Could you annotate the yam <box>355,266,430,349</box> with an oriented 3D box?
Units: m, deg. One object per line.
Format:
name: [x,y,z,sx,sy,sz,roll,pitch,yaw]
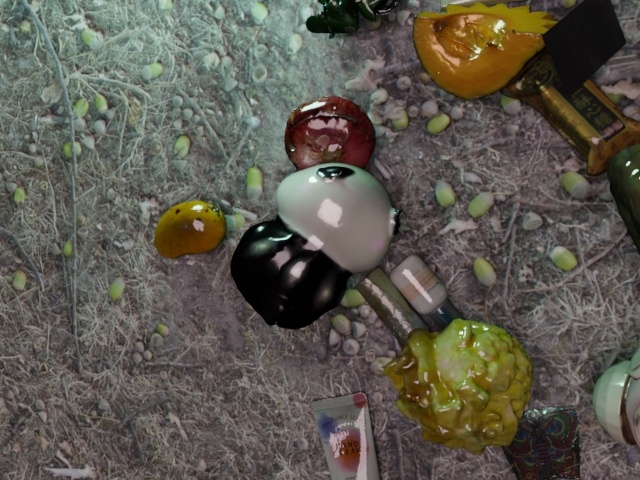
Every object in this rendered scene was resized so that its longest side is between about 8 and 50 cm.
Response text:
yam: [0.142,0.133,1.247,0.068,0.068,0.169,-41,80,16]

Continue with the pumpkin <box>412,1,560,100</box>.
pumpkin: [0.305,-0.347,1.167,0.253,0.130,0.149,14,125,22]

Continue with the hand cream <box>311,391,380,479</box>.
hand cream: [0.071,0.486,1.286,0.124,0.077,0.341,-16,82,19]

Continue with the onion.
onion: [0.022,-0.206,1.246,0.184,0.147,0.184,9,130,11]

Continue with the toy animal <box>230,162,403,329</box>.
toy animal: [0.000,0.000,1.202,0.251,0.251,0.310,45,111,12]

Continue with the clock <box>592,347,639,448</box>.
clock: [0.625,0.273,0.975,0.325,0.184,0.342,33,142,12]

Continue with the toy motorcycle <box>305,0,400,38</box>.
toy motorcycle: [0.017,-0.512,1.241,0.187,0.125,0.275,-37,78,7]

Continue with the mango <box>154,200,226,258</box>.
mango: [-0.286,-0.025,1.375,0.178,0.090,0.115,-11,96,26]

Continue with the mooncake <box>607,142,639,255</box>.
mooncake: [0.567,-0.035,0.984,0.161,0.290,0.290,-22,85,20]

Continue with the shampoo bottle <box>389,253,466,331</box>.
shampoo bottle: [0.215,0.116,1.217,0.074,0.074,0.192,-42,85,15]

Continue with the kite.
kite: [0.397,0.420,1.100,0.152,0.285,0.015,-16,130,16]

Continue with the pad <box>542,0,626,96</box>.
pad: [0.448,-0.339,1.074,0.193,0.004,0.116,-42,111,-23]

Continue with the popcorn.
popcorn: [0.248,0.261,1.128,0.259,0.259,0.212,-27,42,17]

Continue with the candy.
candy: [0.438,-0.237,1.118,0.143,0.101,0.271,-37,70,6]

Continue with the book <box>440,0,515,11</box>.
book: [0.314,-0.586,1.182,0.201,0.026,0.290,-2,92,19]
